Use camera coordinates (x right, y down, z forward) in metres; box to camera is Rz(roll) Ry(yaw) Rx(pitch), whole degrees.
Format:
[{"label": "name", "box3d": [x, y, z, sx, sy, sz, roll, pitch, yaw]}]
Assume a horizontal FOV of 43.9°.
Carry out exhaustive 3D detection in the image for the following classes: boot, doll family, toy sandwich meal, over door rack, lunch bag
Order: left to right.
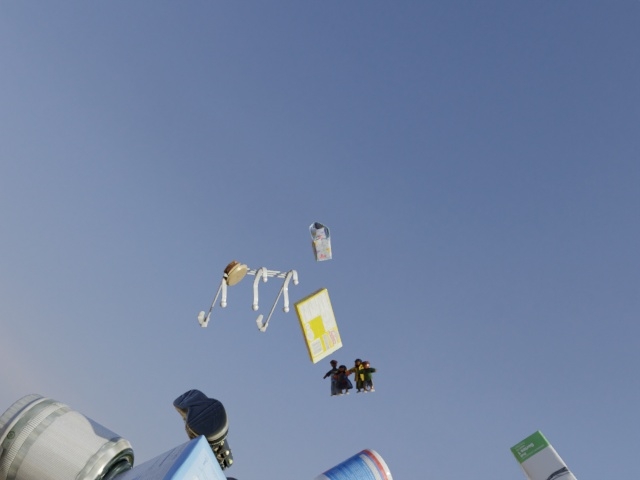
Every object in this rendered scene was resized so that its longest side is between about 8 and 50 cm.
[{"label": "boot", "box3d": [-0.229, 0.432, 1.716, 0.236, 0.085, 0.178, 16, -49, 62]}, {"label": "toy sandwich meal", "box3d": [-0.239, 0.091, 2.202, 0.029, 0.086, 0.085, 44, -24, 19]}, {"label": "over door rack", "box3d": [-0.238, 0.209, 2.613, 0.240, 0.108, 0.324, 8, -42, -26]}, {"label": "lunch bag", "box3d": [0.000, 0.000, 2.024, 0.083, 0.053, 0.071, -111, -169, -54]}, {"label": "doll family", "box3d": [0.089, 0.413, 2.427, 0.193, 0.111, 0.076, -11, -12, 19]}]

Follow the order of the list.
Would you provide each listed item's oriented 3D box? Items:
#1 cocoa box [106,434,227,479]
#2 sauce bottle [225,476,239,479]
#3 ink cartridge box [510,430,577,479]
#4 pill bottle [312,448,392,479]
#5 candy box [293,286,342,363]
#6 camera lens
[{"label": "cocoa box", "box3d": [-0.224, 0.528, 1.232, 0.347, 0.228, 0.231, 63, 6, -2]}, {"label": "sauce bottle", "box3d": [-0.304, 0.729, 2.256, 0.345, 0.111, 0.111, -1, -36, 7]}, {"label": "ink cartridge box", "box3d": [0.573, 0.601, 1.936, 0.160, 0.093, 0.219, 58, 0, -43]}, {"label": "pill bottle", "box3d": [0.055, 0.609, 1.931, 0.124, 0.222, 0.124, 40, -39, 43]}, {"label": "candy box", "box3d": [-0.006, 0.243, 2.269, 0.027, 0.105, 0.205, 24, -44, 50]}, {"label": "camera lens", "box3d": [-0.565, 0.485, 1.731, 0.274, 0.219, 0.219, 26, -29, 13]}]
